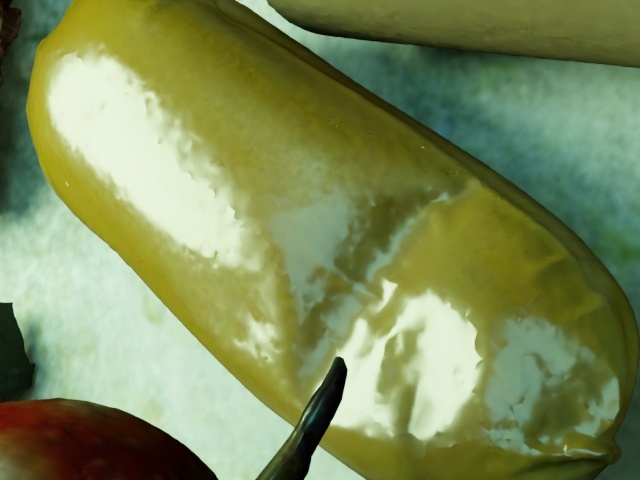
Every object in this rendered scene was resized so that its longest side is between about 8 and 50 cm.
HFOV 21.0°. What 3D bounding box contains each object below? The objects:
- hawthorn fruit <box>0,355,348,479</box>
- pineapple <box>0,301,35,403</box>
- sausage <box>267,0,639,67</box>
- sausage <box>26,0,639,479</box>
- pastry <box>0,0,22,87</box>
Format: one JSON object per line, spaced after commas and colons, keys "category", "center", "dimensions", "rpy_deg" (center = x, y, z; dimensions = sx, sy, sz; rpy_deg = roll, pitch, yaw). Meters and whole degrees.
{"category": "hawthorn fruit", "center": [-0.082, 0.164, 0.648], "dimensions": [0.254, 0.254, 0.300], "rpy_deg": [34, 87, 42]}
{"category": "pineapple", "center": [-0.254, 0.066, 0.913], "dimensions": [0.237, 0.111, 0.119], "rpy_deg": [15, 113, 32]}
{"category": "sausage", "center": [0.095, -0.134, 0.704], "dimensions": [0.252, 0.123, 0.123], "rpy_deg": [12, 79, 42]}
{"category": "sausage", "center": [0.003, 0.002, 0.728], "dimensions": [0.134, 0.116, 0.354], "rpy_deg": [-49, 52, 0]}
{"category": "pastry", "center": [-0.224, -0.107, 0.962], "dimensions": [0.115, 0.097, 0.209], "rpy_deg": [-11, 66, 28]}
